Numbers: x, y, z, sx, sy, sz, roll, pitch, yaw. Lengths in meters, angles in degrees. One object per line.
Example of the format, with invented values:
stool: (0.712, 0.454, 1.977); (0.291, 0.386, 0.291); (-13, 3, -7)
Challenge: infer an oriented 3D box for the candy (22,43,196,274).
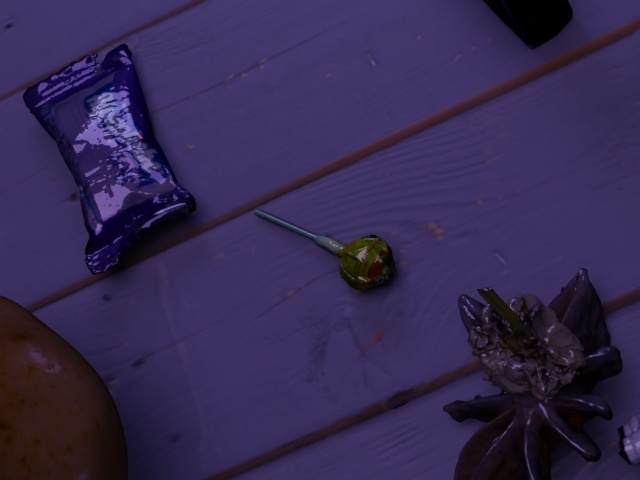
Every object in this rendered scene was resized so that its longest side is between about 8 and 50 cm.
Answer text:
candy: (-0.246, -0.100, 2.041); (0.145, 0.070, 0.275); (-26, 62, 2)

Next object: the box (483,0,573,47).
box: (0.162, -0.340, 1.927); (0.071, 0.168, 0.259); (-42, 66, 3)

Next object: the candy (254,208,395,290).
candy: (0.000, 0.000, 1.940); (0.194, 0.058, 0.062); (26, 74, 32)

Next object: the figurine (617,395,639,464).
figurine: (0.400, 0.165, 1.714); (0.229, 0.137, 0.112); (-24, 99, 14)

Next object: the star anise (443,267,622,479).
star anise: (0.220, 0.154, 1.785); (0.198, 0.110, 0.257); (-10, 62, 32)

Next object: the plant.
plant: (0.196, 0.089, 1.698); (0.116, 0.122, 0.104); (23, 63, 39)

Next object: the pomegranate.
pomegranate: (-0.375, 0.243, 1.815); (0.411, 0.411, 0.411); (-6, 71, 17)
